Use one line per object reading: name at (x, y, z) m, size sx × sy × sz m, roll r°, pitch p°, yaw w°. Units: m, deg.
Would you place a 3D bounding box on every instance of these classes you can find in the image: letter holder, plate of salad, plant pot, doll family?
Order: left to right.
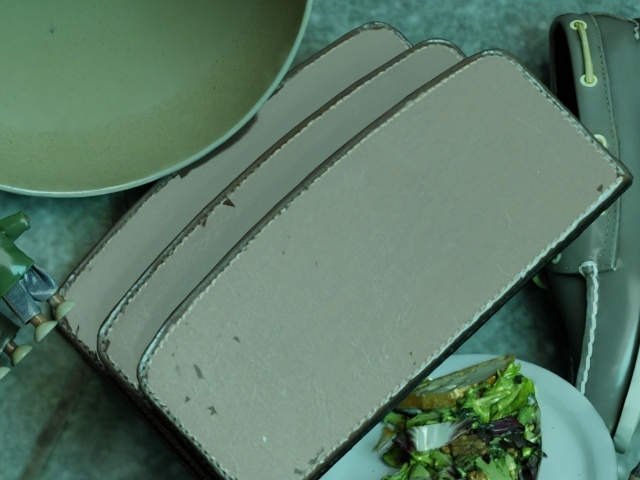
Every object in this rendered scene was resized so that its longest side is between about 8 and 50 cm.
doll family at (-0.245, 0.058, 1.203) m, size 0.111 × 0.076 × 0.193 m, roll 45°, pitch 64°, yaw -4°
plant pot at (-0.164, -0.197, 1.253) m, size 0.284 × 0.284 × 0.191 m, roll 1°, pitch 35°, yaw -20°
letter holder at (0.000, 0.000, 1.229) m, size 0.302 × 0.152 × 0.214 m, roll -42°, pitch 85°, yaw -12°
plate of salad at (0.087, 0.145, 1.259) m, size 0.200 × 0.048 × 0.200 m, roll -6°, pitch 48°, yaw 7°

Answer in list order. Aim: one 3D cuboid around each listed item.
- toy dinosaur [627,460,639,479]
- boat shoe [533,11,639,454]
toy dinosaur at (0.291, 0.257, 1.302) m, size 0.200 × 0.127 × 0.296 m, roll -19°, pitch 89°, yaw -19°
boat shoe at (0.191, -0.012, 1.377) m, size 0.096 × 0.116 × 0.324 m, roll 10°, pitch 68°, yaw -1°
